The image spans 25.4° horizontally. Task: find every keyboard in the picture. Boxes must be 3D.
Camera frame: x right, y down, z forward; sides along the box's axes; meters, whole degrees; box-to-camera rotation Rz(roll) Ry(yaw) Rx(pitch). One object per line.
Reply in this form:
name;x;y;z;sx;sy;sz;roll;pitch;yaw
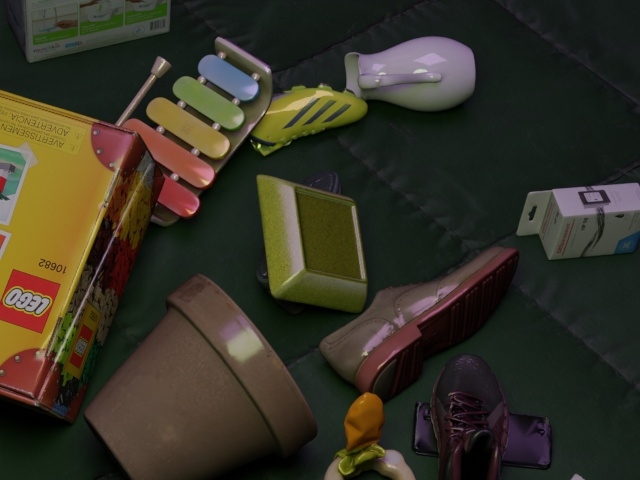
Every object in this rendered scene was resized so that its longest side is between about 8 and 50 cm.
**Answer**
keyboard;0.222;0.259;1.947;0.192;0.038;0.100;8;69;-1

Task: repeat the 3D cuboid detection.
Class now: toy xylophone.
toy xylophone;-0.225;-0.171;2.193;0.236;0.081;0.322;25;75;21

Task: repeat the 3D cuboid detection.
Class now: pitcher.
pitcher;0.153;-0.271;2.348;0.207;0.125;0.178;-3;13;-6

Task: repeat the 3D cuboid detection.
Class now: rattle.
rattle;0.077;0.318;1.793;0.130;0.143;0.199;19;38;-15

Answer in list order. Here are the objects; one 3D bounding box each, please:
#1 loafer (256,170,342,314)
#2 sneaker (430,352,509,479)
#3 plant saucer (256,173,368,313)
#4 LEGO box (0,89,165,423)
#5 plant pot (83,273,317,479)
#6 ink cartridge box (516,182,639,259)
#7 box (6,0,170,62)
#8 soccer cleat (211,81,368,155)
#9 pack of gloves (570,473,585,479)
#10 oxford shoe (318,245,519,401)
loafer;-0.025;0.003;2.131;0.096;0.084;0.267;-9;35;28
sneaker;0.202;0.246;1.828;0.106;0.162;0.281;4;57;-1
plant saucer;0.000;0.000;2.037;0.188;0.045;0.188;13;62;-44
LEGO box;-0.511;-0.017;1.887;0.500;0.193;0.372;18;78;9
plant pot;-0.169;0.209;1.806;0.229;0.263;0.263;-35;58;-14
ink cartridge box;0.402;-0.027;2.184;0.180;0.104;0.060;-5;49;-12
box;-0.390;-0.445;2.388;0.262;0.231;0.127;-17;51;-21
soccer cleat;-0.064;-0.192;2.309;0.289;0.093;0.121;-1;77;-14
pack of gloves;0.346;0.411;1.800;0.195;0.046;0.232;35;52;22
oxford shoe;0.147;0.089;2.030;0.348;0.123;0.130;-32;53;-33
